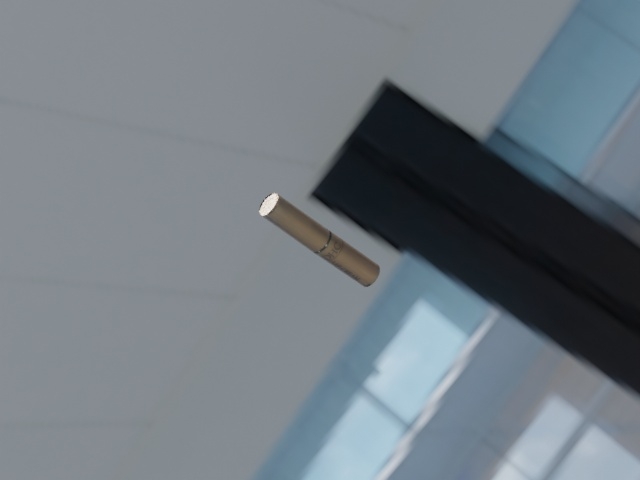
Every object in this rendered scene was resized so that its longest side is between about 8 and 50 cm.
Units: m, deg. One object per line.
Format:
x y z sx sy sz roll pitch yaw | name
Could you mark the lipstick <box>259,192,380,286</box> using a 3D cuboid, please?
0.000 0.000 1.232 0.094 0.019 0.019 34 -84 -30 | lipstick
